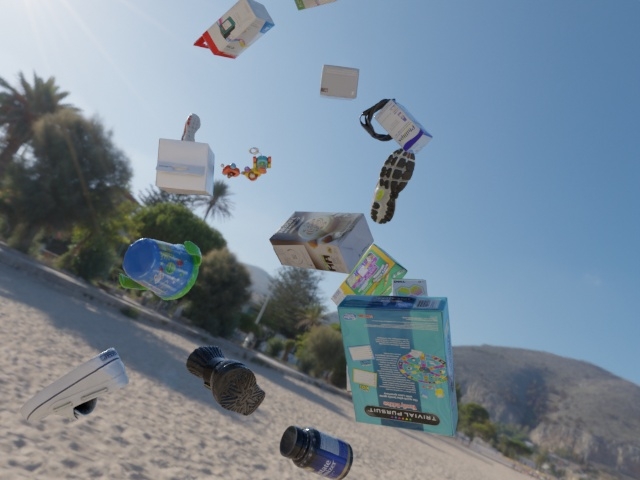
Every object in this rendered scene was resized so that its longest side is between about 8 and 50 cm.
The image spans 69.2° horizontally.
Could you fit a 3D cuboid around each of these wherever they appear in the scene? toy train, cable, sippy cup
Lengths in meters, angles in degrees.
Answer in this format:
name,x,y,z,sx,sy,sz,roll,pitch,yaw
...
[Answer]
name,x,y,z,sx,sy,sz,roll,pitch,yaw
toy train,-0.229,-0.225,1.457,0.166,0.046,0.125,-24,-30,37
cable,0.231,-0.427,1.651,0.184,0.150,0.047,33,25,-43
sippy cup,-0.645,0.100,1.843,0.240,0.305,0.224,32,-5,28

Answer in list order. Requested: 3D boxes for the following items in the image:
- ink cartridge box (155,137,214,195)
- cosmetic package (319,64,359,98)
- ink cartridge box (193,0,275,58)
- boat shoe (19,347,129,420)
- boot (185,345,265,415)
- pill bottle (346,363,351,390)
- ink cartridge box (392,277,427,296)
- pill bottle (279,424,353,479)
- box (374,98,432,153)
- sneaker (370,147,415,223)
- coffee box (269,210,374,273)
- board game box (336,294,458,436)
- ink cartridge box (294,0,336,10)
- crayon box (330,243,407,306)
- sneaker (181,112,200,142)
name,x,y,z,sx,sy,sz,roll,pitch,yaw
ink cartridge box,-0.256,-0.138,0.888,0.092,0.090,0.143,4,0,-8
cosmetic package,0.061,-0.543,1.609,0.127,0.107,0.238,6,12,-4
ink cartridge box,-0.274,-0.652,1.466,0.078,0.231,0.134,59,25,-2
boat shoe,-0.479,0.306,0.910,0.088,0.267,0.096,58,15,3
boot,-0.329,0.419,1.484,0.260,0.131,0.348,35,-25,26
pill bottle,0.217,0.534,1.809,0.229,0.131,0.131,0,-17,3
ink cartridge box,0.280,0.178,1.459,0.109,0.209,0.062,0,-48,8
pill bottle,-0.014,0.663,1.457,0.219,0.123,0.123,31,-16,-23
box,0.236,-0.318,1.306,0.137,0.072,0.126,50,24,11
sneaker,0.232,-0.196,1.592,0.107,0.279,0.118,20,22,-7
coffee box,0.000,0.000,1.269,0.246,0.141,0.098,4,-49,39
board game box,0.193,0.302,1.143,0.253,0.336,0.079,-1,19,25
ink cartridge box,0.032,-0.716,1.276,0.212,0.154,0.093,27,-34,55
crayon box,0.179,0.169,1.750,0.081,0.278,0.165,33,8,-36
sneaker,-0.526,-0.432,1.838,0.065,0.158,0.061,-10,-29,43
